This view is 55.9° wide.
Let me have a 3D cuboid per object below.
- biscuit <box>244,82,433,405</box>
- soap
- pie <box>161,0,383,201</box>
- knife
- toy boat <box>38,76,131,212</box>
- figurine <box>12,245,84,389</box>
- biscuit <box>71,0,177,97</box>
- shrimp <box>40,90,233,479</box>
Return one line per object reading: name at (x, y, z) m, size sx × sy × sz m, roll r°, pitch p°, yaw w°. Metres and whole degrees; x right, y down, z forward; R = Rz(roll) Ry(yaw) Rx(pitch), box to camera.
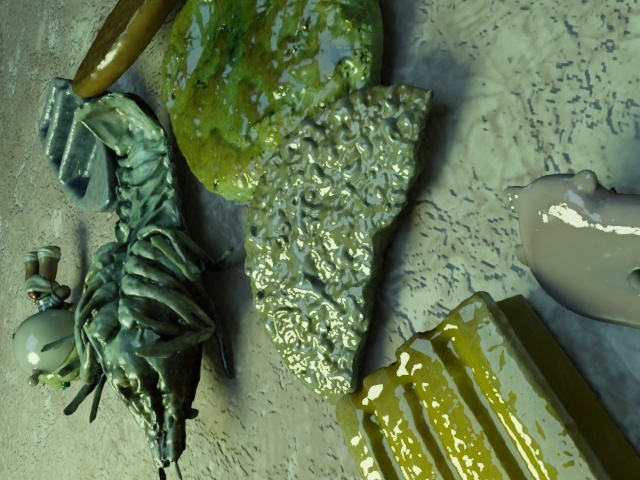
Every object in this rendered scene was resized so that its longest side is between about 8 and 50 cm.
biscuit at (-0.002, -0.004, 0.468) m, size 0.133 × 0.032 × 0.249 m, roll 20°, pitch 103°, yaw 25°
soap at (0.111, 0.159, 0.330) m, size 0.140 × 0.073 × 0.232 m, roll -49°, pitch 53°, yaw 32°
pie at (-0.056, -0.163, 0.545) m, size 0.277 × 0.079 × 0.276 m, roll -7°, pitch 80°, yaw 47°
knife at (0.241, 0.030, 0.205) m, size 0.399 × 0.038 × 0.132 m, roll 11°, pitch 128°, yaw 50°
toy boat at (-0.300, -0.121, 0.794) m, size 0.283 × 0.078 × 0.127 m, roll 45°, pitch 115°, yaw 39°
figurine at (-0.366, 0.107, 0.828) m, size 0.147 × 0.093 × 0.197 m, roll -19°, pitch 61°, yaw 20°
biscuit at (-0.195, -0.268, 0.677) m, size 0.262 × 0.037 × 0.261 m, roll -36°, pitch 35°, yaw 31°
shrimp at (-0.179, 0.030, 0.603) m, size 0.222 × 0.166 × 0.410 m, roll -21°, pitch 54°, yaw 21°
